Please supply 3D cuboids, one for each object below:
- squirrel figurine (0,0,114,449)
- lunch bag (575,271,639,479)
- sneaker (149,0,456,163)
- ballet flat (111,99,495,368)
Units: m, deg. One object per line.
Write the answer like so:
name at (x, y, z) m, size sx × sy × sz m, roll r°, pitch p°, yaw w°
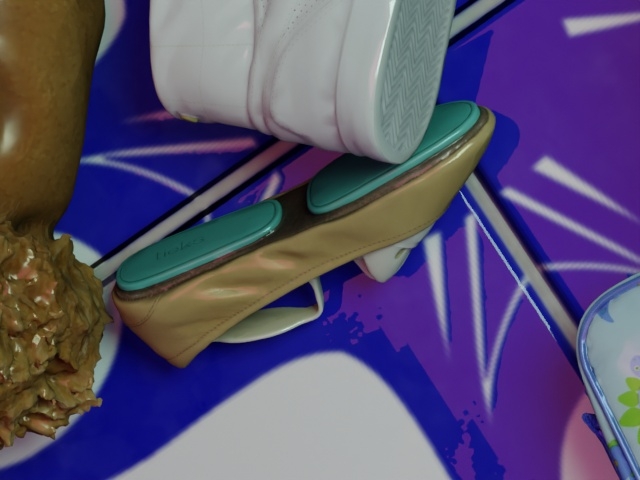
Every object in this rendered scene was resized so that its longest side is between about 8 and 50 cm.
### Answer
squirrel figurine at (-0.265, -0.037, 0.937) m, size 0.281 × 0.370 × 0.397 m, roll -20°, pitch 87°, yaw 14°
lunch bag at (0.233, 0.100, 0.945) m, size 0.176 × 0.090 × 0.219 m, roll -27°, pitch 75°, yaw 13°
sneaker at (-0.004, -0.193, 1.002) m, size 0.169 × 0.108 × 0.292 m, roll 10°, pitch 79°, yaw 29°
ballet flat at (0.000, 0.000, 1.036) m, size 0.232 × 0.080 × 0.073 m, roll -24°, pitch 114°, yaw 16°
